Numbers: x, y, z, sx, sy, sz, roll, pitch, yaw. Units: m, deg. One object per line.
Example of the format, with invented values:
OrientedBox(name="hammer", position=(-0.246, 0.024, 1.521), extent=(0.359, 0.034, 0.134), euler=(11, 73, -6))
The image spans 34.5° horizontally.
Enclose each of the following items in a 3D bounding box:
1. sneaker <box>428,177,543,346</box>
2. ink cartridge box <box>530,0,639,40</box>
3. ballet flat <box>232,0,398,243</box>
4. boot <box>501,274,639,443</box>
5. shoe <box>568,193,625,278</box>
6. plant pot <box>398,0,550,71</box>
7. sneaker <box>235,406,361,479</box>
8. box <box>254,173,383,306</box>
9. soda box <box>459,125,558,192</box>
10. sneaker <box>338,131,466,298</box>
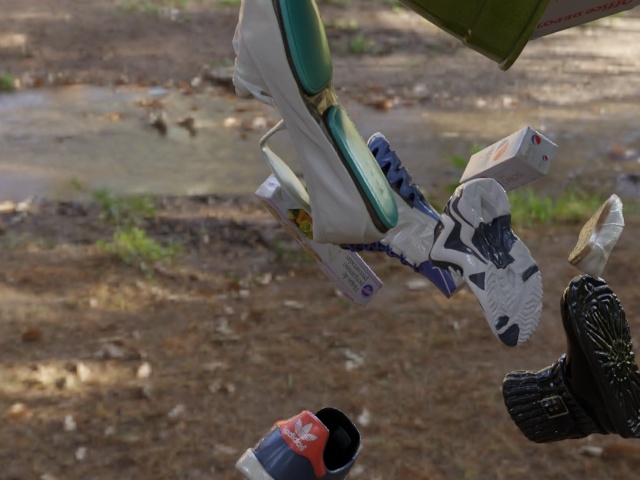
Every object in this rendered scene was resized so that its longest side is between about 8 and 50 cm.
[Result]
OrientedBox(name="sneaker", position=(0.225, 0.039, 1.462), extent=(0.094, 0.235, 0.153), euler=(-21, -4, -19))
OrientedBox(name="ink cartridge box", position=(0.368, -0.424, 1.424), extent=(0.211, 0.289, 0.121), euler=(-17, 69, -8))
OrientedBox(name="ballet flat", position=(-0.033, -0.166, 1.270), extent=(0.139, 0.400, 0.139), euler=(-22, 16, 6))
OrientedBox(name="boot", position=(0.463, 0.240, 1.986), extent=(0.260, 0.348, 0.131), euler=(-9, 14, 46))
OrientedBox(name="shoe", position=(0.510, -0.007, 1.877), extent=(0.058, 0.076, 0.219), euler=(38, 47, 2))
OrientedBox(name="plant pot", position=(0.167, -0.469, 1.404), extent=(0.353, 0.366, 0.366), euler=(23, 25, 0))
OrientedBox(name="sneaker", position=(0.005, 0.323, 1.514), extent=(0.131, 0.148, 0.350), euler=(44, -1, 19))
OrientedBox(name="box", position=(0.000, 0.000, 1.990), extent=(0.063, 0.324, 0.067), euler=(-48, 31, -13))
OrientedBox(name="soda box", position=(0.354, -0.143, 1.958), extent=(0.074, 0.069, 0.216), euler=(31, -19, -13))
OrientedBox(name="sneaker", position=(0.116, -0.013, 1.787), extent=(0.182, 0.315, 0.127), euler=(-34, -16, 3))
